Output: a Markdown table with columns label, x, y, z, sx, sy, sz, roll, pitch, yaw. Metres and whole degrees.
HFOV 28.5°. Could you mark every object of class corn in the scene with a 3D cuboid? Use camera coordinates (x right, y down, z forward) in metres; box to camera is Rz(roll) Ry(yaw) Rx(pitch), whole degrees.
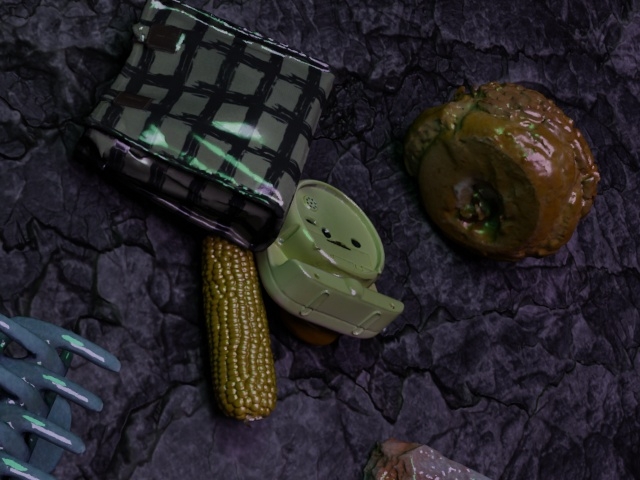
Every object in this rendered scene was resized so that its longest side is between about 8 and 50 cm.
| label | x | y | z | sx | sy | sz | roll | pitch | yaw |
| --- | --- | --- | --- | --- | --- | --- | --- | --- | --- |
| corn | -0.125 | 0.138 | 1.890 | 0.101 | 0.101 | 0.310 | 6 | 64 | -36 |

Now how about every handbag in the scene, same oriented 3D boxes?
| label | x | y | z | sx | sy | sz | roll | pitch | yaw |
| --- | --- | --- | --- | --- | --- | --- | --- | --- | --- |
| handbag | -0.170 | -0.187 | 1.904 | 0.327 | 0.162 | 0.325 | 26 | 53 | -10 |

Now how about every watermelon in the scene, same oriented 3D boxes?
| label | x | y | z | sx | sy | sz | roll | pitch | yaw |
| --- | --- | --- | --- | --- | --- | --- | --- | --- | --- |
| watermelon | 0.189 | 0.478 | 1.963 | 0.302 | 0.151 | 0.264 | 42 | 53 | -18 |

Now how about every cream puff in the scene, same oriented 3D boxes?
| label | x | y | z | sx | sy | sz | roll | pitch | yaw |
| --- | --- | --- | --- | --- | --- | --- | --- | --- | --- |
| cream puff | 0.326 | -0.131 | 2.228 | 0.343 | 0.327 | 0.231 | 29 | 49 | 21 |

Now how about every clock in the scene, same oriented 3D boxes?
| label | x | y | z | sx | sy | sz | roll | pitch | yaw |
| --- | --- | --- | --- | --- | --- | --- | --- | --- | --- |
| clock | 0.000 | 0.000 | 2.000 | 0.235 | 0.096 | 0.308 | 21 | 38 | -36 |

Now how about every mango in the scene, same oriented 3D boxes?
| label | x | y | z | sx | sy | sz | roll | pitch | yaw |
| --- | --- | --- | --- | --- | --- | --- | --- | --- | --- |
| mango | -0.019 | 0.120 | 2.001 | 0.114 | 0.060 | 0.080 | 44 | 51 | -14 |

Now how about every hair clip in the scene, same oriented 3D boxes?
| label | x | y | z | sx | sy | sz | roll | pitch | yaw |
| --- | --- | --- | --- | --- | --- | --- | --- | --- | --- |
| hair clip | -0.415 | 0.251 | 1.530 | 0.392 | 0.238 | 0.318 | 36 | 52 | -21 |
